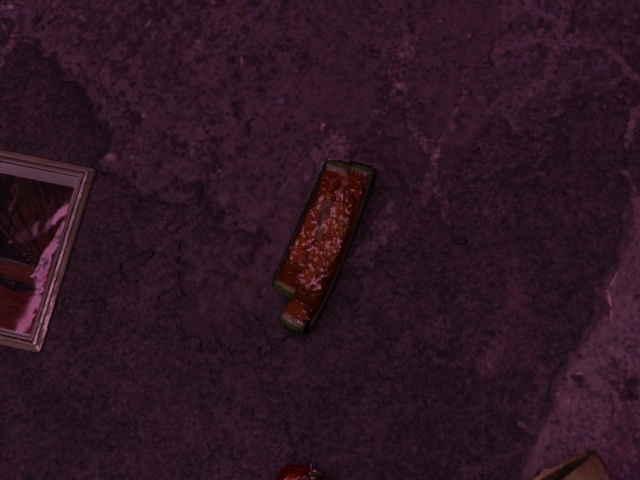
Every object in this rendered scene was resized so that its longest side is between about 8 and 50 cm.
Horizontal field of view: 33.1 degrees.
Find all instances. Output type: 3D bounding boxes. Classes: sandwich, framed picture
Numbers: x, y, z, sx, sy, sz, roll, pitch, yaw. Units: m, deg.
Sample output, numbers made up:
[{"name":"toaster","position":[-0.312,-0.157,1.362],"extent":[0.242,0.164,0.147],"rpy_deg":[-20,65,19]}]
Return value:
[{"name":"sandwich","position":[-0.006,0.004,1.393],"extent":[0.079,0.159,0.235],"rpy_deg":[21,97,6]},{"name":"framed picture","position":[-0.449,0.004,1.498],"extent":[0.217,0.016,0.273],"rpy_deg":[11,75,8]}]

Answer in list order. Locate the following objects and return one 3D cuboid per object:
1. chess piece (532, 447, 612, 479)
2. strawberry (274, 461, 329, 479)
[{"name":"chess piece","position":[0.332,0.475,1.190],"extent":[0.234,0.234,0.442],"rpy_deg":[-32,77,-4]},{"name":"strawberry","position":[-0.032,0.348,1.346],"extent":[0.104,0.048,0.152],"rpy_deg":[23,93,4]}]
